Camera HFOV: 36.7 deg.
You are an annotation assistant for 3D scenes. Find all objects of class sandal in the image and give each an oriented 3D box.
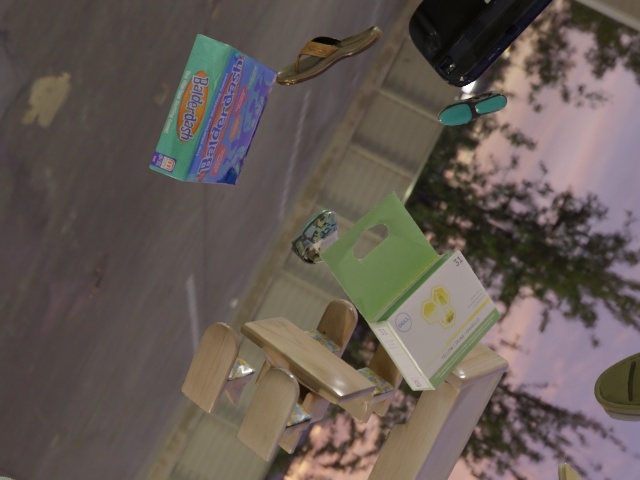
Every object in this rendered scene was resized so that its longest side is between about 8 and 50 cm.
[{"bbox_3d":[0.008,-0.296,1.492,0.180,0.049,0.072,-23,-154,16],"label":"sandal"}]

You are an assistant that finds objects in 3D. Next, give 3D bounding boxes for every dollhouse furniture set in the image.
[{"bbox_3d":[0.057,0.210,1.567,0.362,0.394,0.256,-4,123,-56],"label":"dollhouse furniture set"}]

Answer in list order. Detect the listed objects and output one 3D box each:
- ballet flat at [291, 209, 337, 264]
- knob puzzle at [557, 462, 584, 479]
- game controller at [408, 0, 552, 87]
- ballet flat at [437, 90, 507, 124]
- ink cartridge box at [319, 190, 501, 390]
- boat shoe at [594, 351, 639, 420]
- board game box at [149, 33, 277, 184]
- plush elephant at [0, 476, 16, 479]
[{"bbox_3d":[0.000,0.000,1.587,0.070,0.070,0.188,-62,-176,-15],"label":"ballet flat"},{"bbox_3d":[0.292,0.363,1.027,0.030,0.213,0.213,-21,-158,30],"label":"knob puzzle"},{"bbox_3d":[0.271,-0.390,1.477,0.067,0.166,0.319,15,127,-47],"label":"game controller"},{"bbox_3d":[0.244,-0.216,1.564,0.041,0.114,0.041,-15,90,-86],"label":"ballet flat"},{"bbox_3d":[0.129,0.065,1.339,0.171,0.235,0.056,-41,-167,-31],"label":"ink cartridge box"},{"bbox_3d":[0.528,0.199,1.297,0.302,0.103,0.113,-17,-142,28],"label":"boat shoe"},{"bbox_3d":[-0.123,-0.149,1.161,0.210,0.047,0.160,-11,123,-78],"label":"board game box"},{"bbox_3d":[-0.380,0.435,1.162,0.330,0.255,0.272,-50,-143,-8],"label":"plush elephant"}]
